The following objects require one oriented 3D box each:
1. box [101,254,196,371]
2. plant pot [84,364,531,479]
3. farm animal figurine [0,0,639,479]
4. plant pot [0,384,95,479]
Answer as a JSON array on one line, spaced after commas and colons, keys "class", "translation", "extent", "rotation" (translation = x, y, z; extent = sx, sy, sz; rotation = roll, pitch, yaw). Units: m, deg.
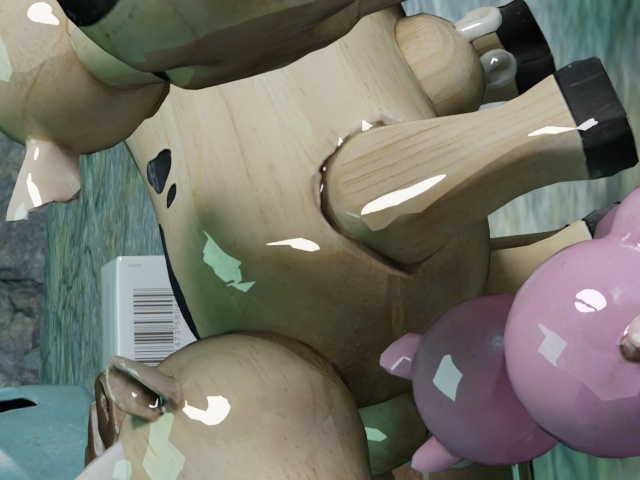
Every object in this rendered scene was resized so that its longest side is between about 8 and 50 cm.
[{"class": "box", "translation": [-0.097, 0.062, 1.261], "extent": [0.087, 0.102, 0.101], "rotation": [158, 110, -73]}, {"class": "plant pot", "translation": [-0.014, 0.116, 0.786], "extent": [0.167, 0.165, 0.167], "rotation": [-179, 90, -77]}, {"class": "farm animal figurine", "translation": [0.000, 0.000, 0.478], "extent": [0.326, 0.172, 0.330], "rotation": [-106, -3, -58]}, {"class": "plant pot", "translation": [-0.145, 0.283, 1.049], "extent": [0.341, 0.341, 0.334], "rotation": [-121, 41, -65]}]
